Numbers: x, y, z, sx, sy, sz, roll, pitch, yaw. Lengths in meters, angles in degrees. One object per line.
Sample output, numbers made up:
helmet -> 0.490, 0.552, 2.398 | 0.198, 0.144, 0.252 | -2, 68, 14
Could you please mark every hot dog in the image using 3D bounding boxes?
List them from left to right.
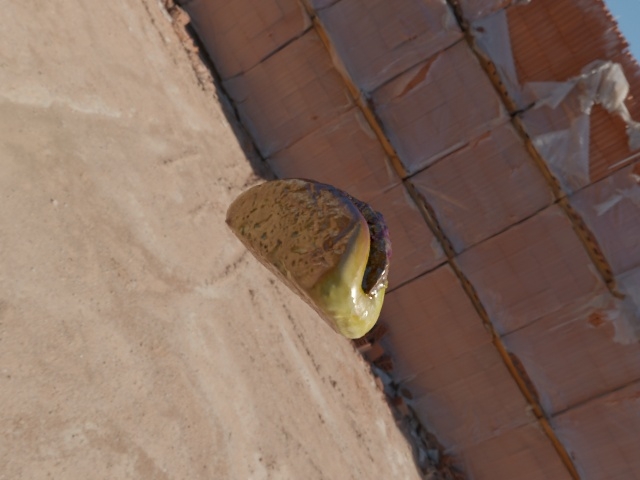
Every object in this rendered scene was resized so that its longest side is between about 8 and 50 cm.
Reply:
hot dog -> -0.001, -0.001, 0.973 | 0.405, 0.223, 0.185 | 37, -16, 44
